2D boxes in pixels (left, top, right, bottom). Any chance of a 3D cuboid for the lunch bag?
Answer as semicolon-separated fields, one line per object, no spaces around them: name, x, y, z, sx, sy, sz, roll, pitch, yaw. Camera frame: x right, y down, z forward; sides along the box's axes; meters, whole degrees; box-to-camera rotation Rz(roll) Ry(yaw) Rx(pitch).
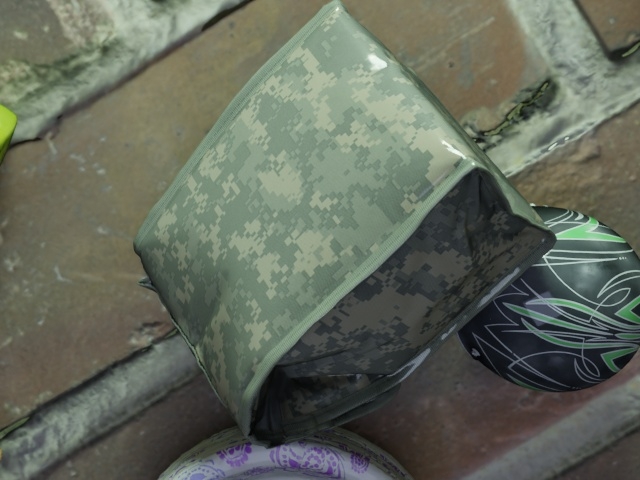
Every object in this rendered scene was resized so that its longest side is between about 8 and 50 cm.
lunch bag;0.000;0.000;1.170;0.287;0.235;0.169;-43;140;9

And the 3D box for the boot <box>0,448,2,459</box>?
boot;-0.450;0.241;1.279;0.280;0.096;0.264;19;114;-24

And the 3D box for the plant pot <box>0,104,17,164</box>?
plant pot;-0.389;-0.034;1.169;0.228;0.207;0.227;25;99;-17

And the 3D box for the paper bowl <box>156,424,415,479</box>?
paper bowl;-0.031;0.295;1.276;0.284;0.148;0.284;0;98;0

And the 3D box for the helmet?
helmet;0.192;0.049;1.226;0.169;0.161;0.169;0;101;0
